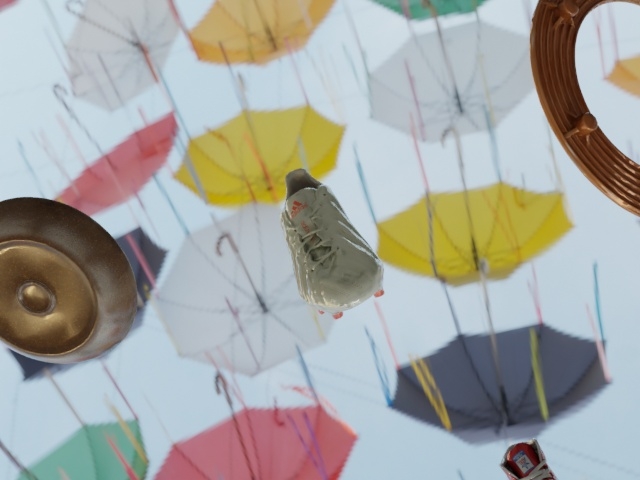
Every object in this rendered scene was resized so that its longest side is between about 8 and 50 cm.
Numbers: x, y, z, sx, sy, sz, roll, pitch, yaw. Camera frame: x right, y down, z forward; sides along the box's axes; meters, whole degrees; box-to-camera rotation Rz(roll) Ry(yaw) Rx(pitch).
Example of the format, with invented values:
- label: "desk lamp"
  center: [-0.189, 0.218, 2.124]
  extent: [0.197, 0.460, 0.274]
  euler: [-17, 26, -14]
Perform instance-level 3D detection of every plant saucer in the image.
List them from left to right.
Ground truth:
- label: "plant saucer"
  center: [-0.288, 0.051, 1.243]
  extent: [0.198, 0.198, 0.036]
  euler: [-6, -154, 15]

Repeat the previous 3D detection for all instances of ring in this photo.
- label: "ring"
  center: [0.380, -0.178, 1.372]
  extent: [0.032, 0.336, 0.336]
  euler: [-34, -161, 55]

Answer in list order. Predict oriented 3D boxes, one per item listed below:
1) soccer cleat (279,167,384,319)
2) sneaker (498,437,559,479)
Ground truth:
- label: "soccer cleat"
  center: [0.000, 0.000, 0.959]
  extent: [0.068, 0.076, 0.196]
  euler: [-27, -158, 0]
- label: "sneaker"
  center: [0.191, 0.211, 1.021]
  extent: [0.042, 0.067, 0.118]
  euler: [-35, -161, -7]
